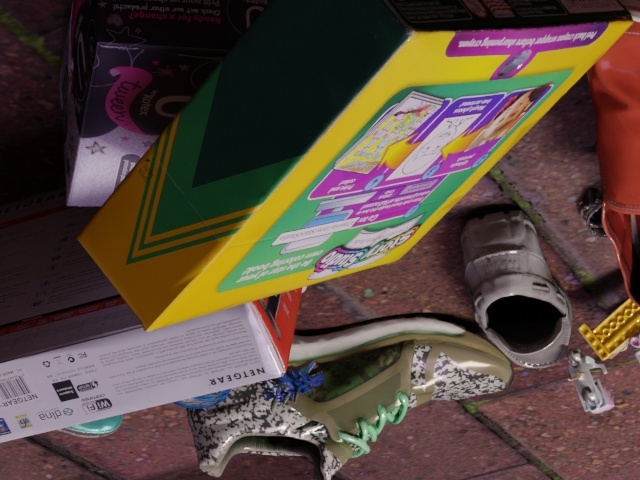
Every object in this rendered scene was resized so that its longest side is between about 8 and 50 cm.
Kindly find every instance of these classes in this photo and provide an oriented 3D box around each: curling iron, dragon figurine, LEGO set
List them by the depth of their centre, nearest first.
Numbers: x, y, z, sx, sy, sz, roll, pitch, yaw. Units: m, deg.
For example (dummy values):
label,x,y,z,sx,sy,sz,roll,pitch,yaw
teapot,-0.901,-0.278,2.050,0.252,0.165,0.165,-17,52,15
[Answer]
label,x,y,z,sx,sy,sz,roll,pitch,yaw
curling iron,0.379,-0.066,1.738,0.274,0.035,0.068,-25,146,31
dragon figurine,-0.121,0.125,1.844,0.289,0.144,0.085,-3,155,-44
LEGO set,0.414,0.096,1.940,0.287,0.132,0.107,-21,170,29

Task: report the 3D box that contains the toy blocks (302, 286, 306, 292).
label,x,y,z,sx,sy,sz,roll,pitch,yaw
toy blocks,0.000,0.000,1.699,0.148,0.054,0.123,-27,161,-26

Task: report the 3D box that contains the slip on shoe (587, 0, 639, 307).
label,x,y,z,sx,sy,sz,roll,pitch,yaw
slip on shoe,0.300,-0.070,1.547,0.123,0.101,0.331,7,132,27

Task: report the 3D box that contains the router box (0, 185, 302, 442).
label,x,y,z,sx,sy,sz,roll,pitch,yaw
router box,-0.179,0.039,1.548,0.336,0.301,0.082,-14,119,16

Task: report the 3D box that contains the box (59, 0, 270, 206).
label,x,y,z,sx,sy,sz,roll,pitch,yaw
box,-0.121,-0.139,1.391,0.163,0.142,0.247,1,151,-14

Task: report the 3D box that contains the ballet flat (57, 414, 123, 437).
label,x,y,z,sx,sy,sz,roll,pitch,yaw
ballet flat,-0.342,0.182,2.031,0.222,0.076,0.079,18,162,-29

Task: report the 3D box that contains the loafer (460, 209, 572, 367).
label,x,y,z,sx,sy,sz,roll,pitch,yaw
loafer,0.218,0.080,1.896,0.112,0.111,0.319,-13,151,13

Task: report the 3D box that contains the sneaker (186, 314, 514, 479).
label,x,y,z,sx,sy,sz,roll,pitch,yaw
sneaker,0.027,0.204,2.014,0.411,0.182,0.158,-4,152,-4

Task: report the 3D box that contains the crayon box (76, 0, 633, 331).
label,x,y,z,sx,sy,sz,roll,pitch,yaw
crayon box,0.035,-0.091,1.318,0.313,0.106,0.363,-46,163,29
